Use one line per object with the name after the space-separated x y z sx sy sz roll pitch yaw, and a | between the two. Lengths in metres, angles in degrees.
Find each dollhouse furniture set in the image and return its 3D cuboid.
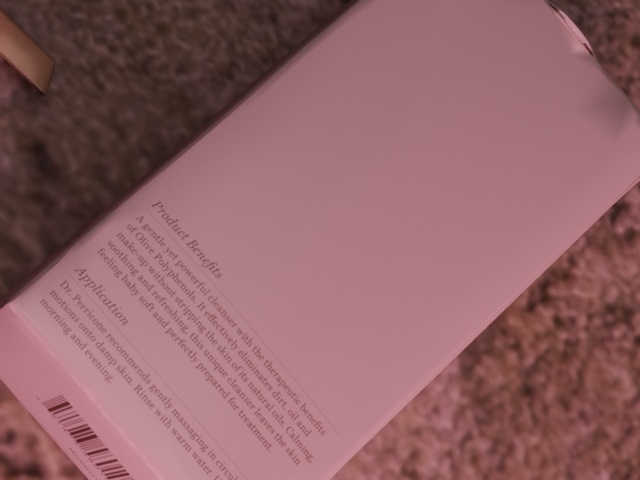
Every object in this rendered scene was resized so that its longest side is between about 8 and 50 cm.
-0.215 -0.109 1.128 0.114 0.091 0.081 44 85 -10 | dollhouse furniture set

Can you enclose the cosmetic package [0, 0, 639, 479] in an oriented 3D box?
0.000 0.000 1.135 0.365 0.155 0.197 -41 95 -21 | cosmetic package
